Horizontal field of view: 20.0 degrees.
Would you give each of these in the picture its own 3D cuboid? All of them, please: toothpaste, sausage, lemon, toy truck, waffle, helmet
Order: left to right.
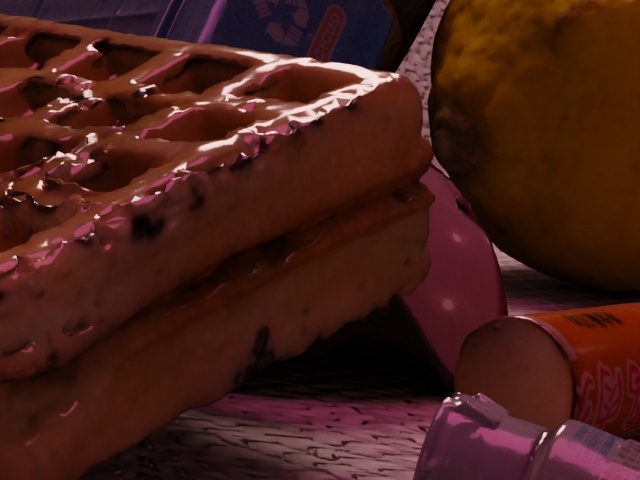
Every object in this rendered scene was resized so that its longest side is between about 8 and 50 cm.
[{"bbox_3d":[-0.168,-0.011,0.827,0.376,0.114,0.261,12,31,38],"label":"waffle"},{"bbox_3d":[-0.132,-0.106,1.193,0.367,0.146,0.175,-2,-38,32],"label":"toy truck"},{"bbox_3d":[0.000,0.000,1.021,0.253,0.154,0.198,-4,10,-34],"label":"helmet"},{"bbox_3d":[0.256,-0.125,1.490,0.387,0.349,0.350,-25,21,-25],"label":"lemon"},{"bbox_3d":[0.162,0.066,0.927,0.071,0.071,0.234,12,9,39],"label":"sausage"},{"bbox_3d":[0.149,0.111,0.638,0.234,0.057,0.089,16,11,18],"label":"toothpaste"}]

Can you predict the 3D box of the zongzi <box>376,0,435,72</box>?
[{"bbox_3d":[-0.027,-0.142,1.395,0.208,0.403,0.432,47,4,-16],"label":"zongzi"}]
